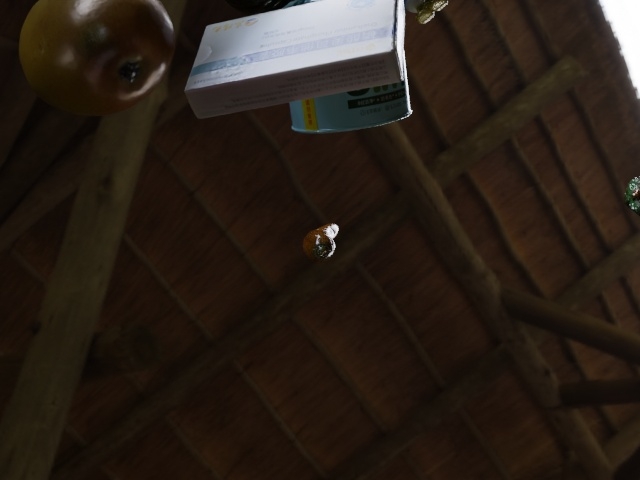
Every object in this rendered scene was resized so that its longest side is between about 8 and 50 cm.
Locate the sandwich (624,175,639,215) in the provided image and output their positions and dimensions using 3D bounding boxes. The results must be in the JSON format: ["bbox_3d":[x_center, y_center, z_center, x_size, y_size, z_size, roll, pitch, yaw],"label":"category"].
[{"bbox_3d":[0.710,-0.088,1.516,0.185,0.159,0.109,21,-140,-5],"label":"sandwich"}]

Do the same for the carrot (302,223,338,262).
[{"bbox_3d":[0.000,0.000,1.564,0.062,0.066,0.271,32,-173,-3],"label":"carrot"}]

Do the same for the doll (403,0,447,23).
[{"bbox_3d":[0.184,-0.562,1.588,0.099,0.135,0.241,-24,-104,-22],"label":"doll"}]

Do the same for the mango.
[{"bbox_3d":[-0.351,-0.294,1.158,0.173,0.317,0.211,21,-93,-47],"label":"mango"}]

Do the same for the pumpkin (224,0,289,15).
[{"bbox_3d":[-0.141,-0.576,1.544,0.250,0.216,0.249,-10,-90,-72],"label":"pumpkin"}]

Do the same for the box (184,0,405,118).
[{"bbox_3d":[-0.036,-0.306,1.243,0.065,0.344,0.200,67,-159,-43],"label":"box"}]

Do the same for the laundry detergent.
[{"bbox_3d":[0.051,-0.421,1.745,0.287,0.287,0.305,-33,-61,-52],"label":"laundry detergent"}]
